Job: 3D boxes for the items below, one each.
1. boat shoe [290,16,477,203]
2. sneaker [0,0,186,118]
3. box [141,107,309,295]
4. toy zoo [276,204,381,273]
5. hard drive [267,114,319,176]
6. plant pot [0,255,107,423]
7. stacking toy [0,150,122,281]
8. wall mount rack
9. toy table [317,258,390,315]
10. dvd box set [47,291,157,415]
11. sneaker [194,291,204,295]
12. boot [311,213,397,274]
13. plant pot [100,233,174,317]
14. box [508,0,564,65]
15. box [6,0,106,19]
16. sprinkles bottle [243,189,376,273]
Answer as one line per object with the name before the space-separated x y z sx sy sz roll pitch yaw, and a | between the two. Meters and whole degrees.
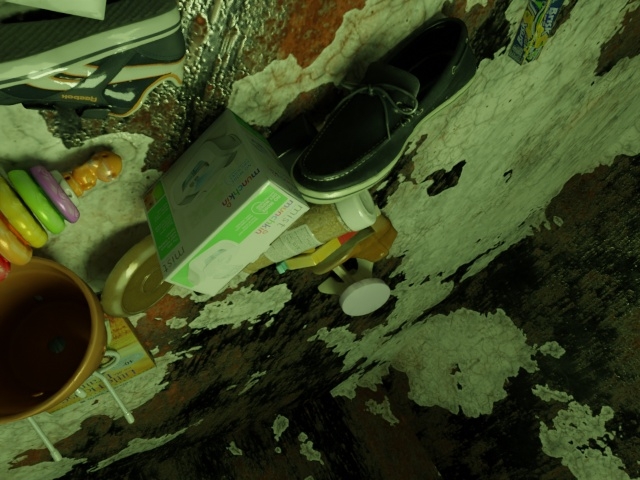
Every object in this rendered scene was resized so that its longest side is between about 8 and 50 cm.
boat shoe | 0.126 -0.268 0.860 0.500 0.187 0.156 -42 147 -13
sneaker | -0.329 -0.217 0.567 0.322 0.126 0.127 -24 144 -20
box | -0.187 -0.068 0.815 0.262 0.231 0.127 -41 142 14
toy zoo | 0.000 0.000 1.130 0.293 0.030 0.192 -38 -163 -30
hard drive | -0.046 -0.162 1.010 0.172 0.054 0.254 -36 151 4
plant pot | -0.555 0.195 0.839 0.291 0.290 0.203 -25 167 -15
stacking toy | -0.456 -0.060 0.686 0.302 0.175 0.165 -37 155 -24
wall mount rack | -0.650 0.427 1.089 0.351 0.130 0.304 -25 150 -12
toy table | 0.126 0.157 1.561 0.252 0.160 0.274 -34 151 2
dvd box set | -0.633 0.309 1.125 0.308 0.062 0.420 -21 149 -20
sneaker | -0.282 0.071 1.136 0.071 0.066 0.188 -25 160 -50
boot | 0.124 0.036 1.417 0.295 0.104 0.211 -44 141 3
plant pot | -0.377 0.080 0.960 0.236 0.032 0.236 -52 166 -18
box | 0.521 -0.518 1.042 0.059 0.054 0.168 -25 151 -15
box | -0.298 -0.321 0.477 0.102 0.087 0.101 -7 142 -38
sprinkles bottle | -0.050 -0.030 1.023 0.356 0.121 0.121 -23 157 24
